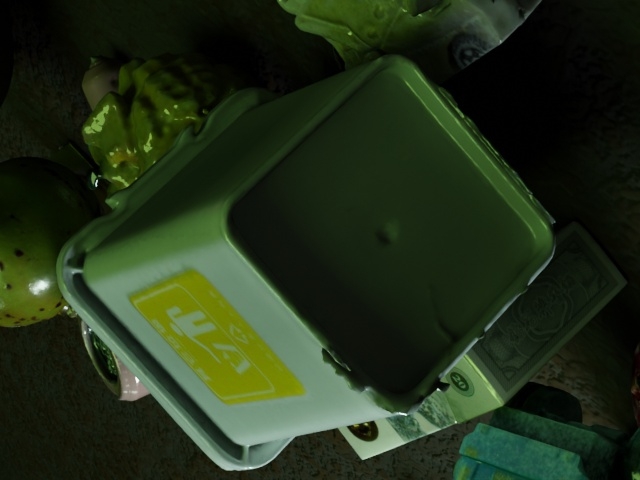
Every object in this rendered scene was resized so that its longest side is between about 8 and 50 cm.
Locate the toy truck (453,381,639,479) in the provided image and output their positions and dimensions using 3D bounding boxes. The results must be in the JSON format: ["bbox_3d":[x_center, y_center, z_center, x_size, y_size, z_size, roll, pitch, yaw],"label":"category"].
[{"bbox_3d":[0.230,0.218,1.031,0.155,0.156,0.279,12,165,48],"label":"toy truck"}]

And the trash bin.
[{"bbox_3d":[0.000,0.000,0.972,0.256,0.296,0.367,50,160,-8],"label":"trash bin"}]

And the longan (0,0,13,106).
[{"bbox_3d":[-0.457,-0.243,1.432,0.300,0.243,0.300,35,164,11],"label":"longan"}]

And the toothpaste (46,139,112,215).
[{"bbox_3d":[-0.239,0.030,1.582,0.327,0.110,0.077,43,153,12],"label":"toothpaste"}]

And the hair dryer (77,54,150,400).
[{"bbox_3d":[-0.187,-0.028,1.378,0.352,0.210,0.125,65,156,2],"label":"hair dryer"}]

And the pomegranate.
[{"bbox_3d":[-0.349,-0.010,1.425,0.198,0.198,0.246,15,165,46],"label":"pomegranate"}]

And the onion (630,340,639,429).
[{"bbox_3d":[0.312,0.108,0.819,0.281,0.281,0.221,0,81,54],"label":"onion"}]

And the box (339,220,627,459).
[{"bbox_3d":[0.121,0.090,1.099,0.069,0.164,0.256,51,151,0],"label":"box"}]

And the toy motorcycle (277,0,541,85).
[{"bbox_3d":[0.046,-0.210,0.914,0.223,0.108,0.340,46,158,-5],"label":"toy motorcycle"}]

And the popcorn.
[{"bbox_3d":[-0.128,-0.078,1.243,0.189,0.169,0.218,36,144,24],"label":"popcorn"}]
